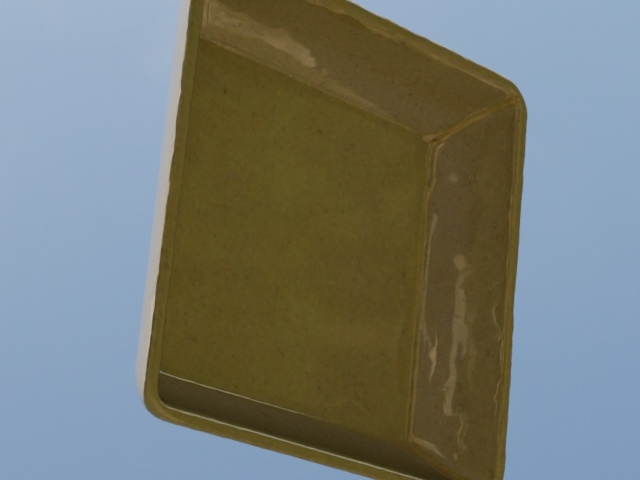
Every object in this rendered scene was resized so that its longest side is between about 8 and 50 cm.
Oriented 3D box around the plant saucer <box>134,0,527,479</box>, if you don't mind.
[{"bbox_3d":[0.000,0.000,1.396,0.333,0.081,0.332,21,-113,-39],"label":"plant saucer"}]
